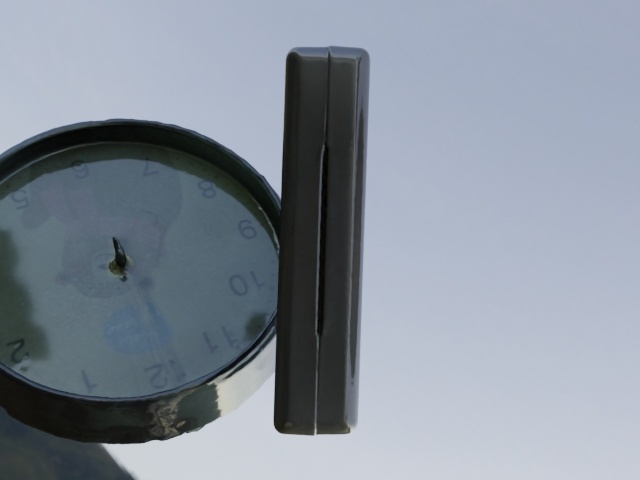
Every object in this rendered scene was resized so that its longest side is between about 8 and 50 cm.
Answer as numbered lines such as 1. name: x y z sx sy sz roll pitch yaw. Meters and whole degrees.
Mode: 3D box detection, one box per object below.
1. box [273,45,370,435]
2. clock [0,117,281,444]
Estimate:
1. box: 0.000 0.000 0.708 0.103 0.055 0.244 -164 -104 -88
2. clock: -0.151 0.021 0.830 0.280 0.280 0.055 40 -32 20
